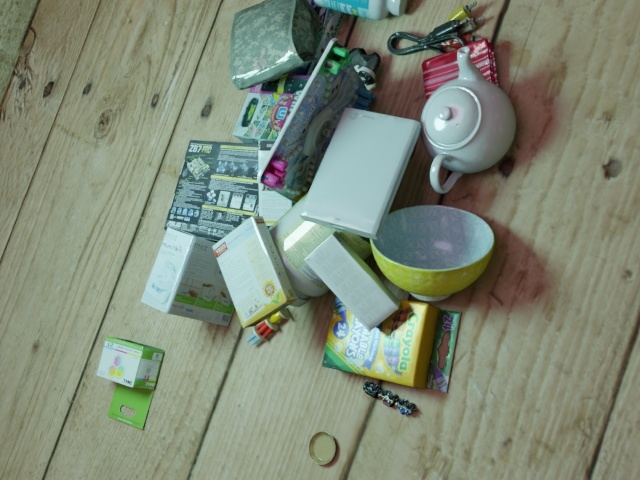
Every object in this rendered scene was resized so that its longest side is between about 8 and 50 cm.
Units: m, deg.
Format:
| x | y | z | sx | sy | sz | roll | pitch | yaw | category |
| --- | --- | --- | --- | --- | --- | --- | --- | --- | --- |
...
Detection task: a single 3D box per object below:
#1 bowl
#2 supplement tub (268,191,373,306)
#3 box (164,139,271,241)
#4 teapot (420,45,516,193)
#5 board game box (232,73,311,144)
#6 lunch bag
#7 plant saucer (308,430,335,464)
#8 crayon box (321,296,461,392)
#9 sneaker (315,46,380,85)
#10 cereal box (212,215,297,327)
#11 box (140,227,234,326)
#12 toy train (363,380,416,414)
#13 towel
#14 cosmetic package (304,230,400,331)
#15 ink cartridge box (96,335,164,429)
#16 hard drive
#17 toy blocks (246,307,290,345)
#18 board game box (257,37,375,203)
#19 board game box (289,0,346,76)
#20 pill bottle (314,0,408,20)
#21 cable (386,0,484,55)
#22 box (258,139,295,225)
| x | y | z | sx | sy | sz | roll | pitch | yaw | category |
| --- | --- | --- | --- | --- | --- | --- | --- | --- | --- |
| 0.265 | 0.050 | 1.657 | 0.289 | 0.289 | 0.156 | 24 | 133 | 37 | bowl |
| 0.000 | 0.000 | 1.824 | 0.325 | 0.235 | 0.235 | -42 | 57 | 17 | supplement tub |
| -0.296 | -0.147 | 2.158 | 0.395 | 0.097 | 0.318 | 9 | 83 | 38 | box |
| 0.336 | -0.281 | 1.672 | 0.252 | 0.187 | 0.256 | -36 | 68 | 28 | teapot |
| -0.096 | -0.385 | 2.088 | 0.303 | 0.097 | 0.224 | 14 | 80 | 35 | board game box |
| -0.137 | -0.573 | 2.034 | 0.235 | 0.169 | 0.287 | -15 | 50 | 27 | lunch bag |
| 0.007 | 0.539 | 1.792 | 0.083 | 0.015 | 0.083 | -11 | 69 | 31 | plant saucer |
| 0.171 | 0.247 | 1.727 | 0.323 | 0.083 | 0.203 | 5 | 79 | 35 | crayon box |
| 0.087 | -0.516 | 2.025 | 0.234 | 0.078 | 0.106 | 18 | 72 | 43 | sneaker |
| -0.172 | 0.081 | 1.762 | 0.173 | 0.047 | 0.240 | -33 | 71 | 35 | cereal box |
| -0.354 | 0.110 | 2.019 | 0.127 | 0.262 | 0.231 | 16 | 86 | 37 | box |
| 0.170 | 0.395 | 1.717 | 0.158 | 0.027 | 0.036 | 21 | 92 | 37 | toy train |
| 0.365 | -0.367 | 1.790 | 0.199 | 0.031 | 0.275 | -12 | 78 | 32 | towel |
| 0.078 | 0.098 | 1.675 | 0.099 | 0.060 | 0.239 | -41 | 91 | 15 | cosmetic package |
| -0.623 | 0.452 | 2.203 | 0.189 | 0.097 | 0.255 | 7 | 79 | 36 | ink cartridge box |
| 0.097 | -0.168 | 1.668 | 0.203 | 0.040 | 0.307 | 16 | 73 | 23 | hard drive |
| -0.170 | 0.221 | 1.987 | 0.148 | 0.054 | 0.123 | -42 | 57 | 17 | toy blocks |
| 0.006 | -0.281 | 1.816 | 0.050 | 0.390 | 0.390 | 29 | 91 | 16 | board game box |
| -0.040 | -0.650 | 2.163 | 0.193 | 0.053 | 0.305 | 24 | 90 | 36 | board game box |
| 0.120 | -0.723 | 1.995 | 0.264 | 0.146 | 0.146 | 19 | 87 | 17 | pill bottle |
| 0.317 | -0.545 | 1.903 | 0.287 | 0.072 | 0.139 | -10 | 87 | 45 | cable |
| -0.121 | -0.164 | 1.968 | 0.100 | 0.060 | 0.244 | 3 | 99 | 13 | box |
